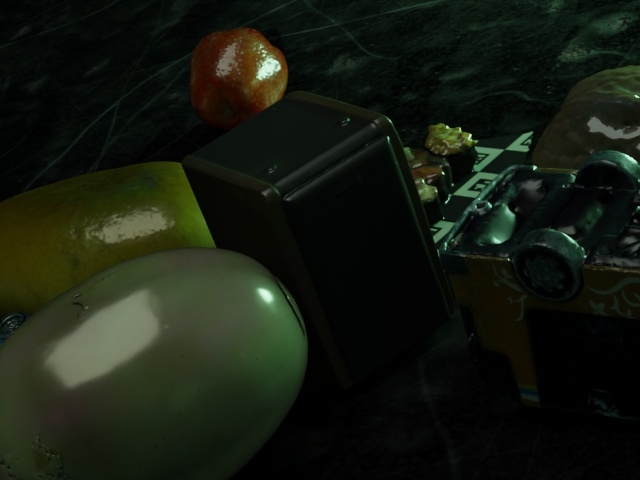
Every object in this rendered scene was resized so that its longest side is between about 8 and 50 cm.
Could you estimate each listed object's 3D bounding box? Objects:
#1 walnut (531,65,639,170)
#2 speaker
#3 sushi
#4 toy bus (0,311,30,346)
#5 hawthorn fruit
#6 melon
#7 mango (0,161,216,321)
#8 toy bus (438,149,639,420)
[{"bbox_3d":[0.322,-0.082,1.599,0.230,0.178,0.178,20,47,37],"label":"walnut"},{"bbox_3d":[0.000,0.000,1.594,0.153,0.231,0.192,-34,29,-23],"label":"speaker"},{"bbox_3d":[0.089,-0.053,1.831,0.264,0.050,0.290,-8,30,25],"label":"sushi"},{"bbox_3d":[-0.363,0.169,1.675,0.246,0.113,0.134,-13,32,19],"label":"toy bus"},{"bbox_3d":[-0.109,-0.206,2.185,0.132,0.133,0.138,-5,47,29],"label":"hawthorn fruit"},{"bbox_3d":[-0.161,0.134,1.469,0.317,0.223,0.223,-29,28,-17],"label":"melon"},{"bbox_3d":[-0.235,0.012,1.773,0.365,0.182,0.253,11,33,37],"label":"mango"},{"bbox_3d":[0.279,0.045,1.355,0.323,0.194,0.162,5,37,36],"label":"toy bus"}]
